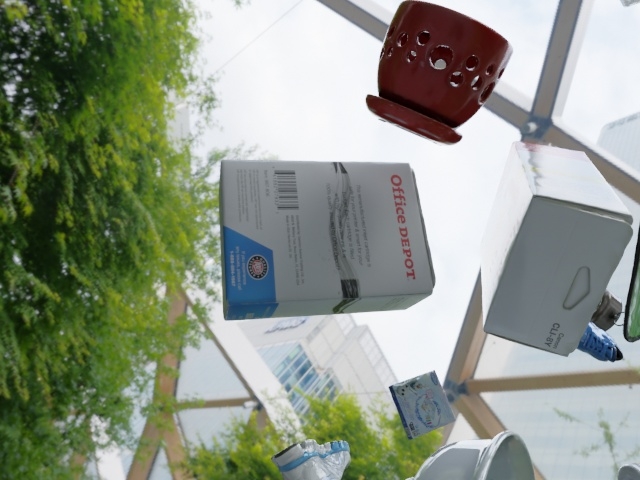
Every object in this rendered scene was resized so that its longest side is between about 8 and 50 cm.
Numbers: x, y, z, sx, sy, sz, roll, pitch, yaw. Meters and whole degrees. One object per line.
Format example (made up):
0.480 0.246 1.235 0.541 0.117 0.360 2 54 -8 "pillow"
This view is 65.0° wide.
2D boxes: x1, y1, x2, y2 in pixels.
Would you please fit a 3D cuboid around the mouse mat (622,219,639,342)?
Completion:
0.261 -0.032 0.339 0.007 0.152 0.190 28 -57 57 "mouse mat"

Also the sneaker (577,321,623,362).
0.596 0.220 1.089 0.082 0.209 0.069 38 -80 50 "sneaker"

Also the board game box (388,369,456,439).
0.171 0.276 0.848 0.020 0.090 0.090 122 -48 -60 "board game box"

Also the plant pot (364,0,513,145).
0.175 -0.251 0.784 0.191 0.191 0.174 28 -77 21 "plant pot"

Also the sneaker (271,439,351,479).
-0.001 0.313 0.659 0.071 0.190 0.083 -31 -118 11 "sneaker"

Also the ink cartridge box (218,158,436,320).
0.000 0.000 1.012 0.166 0.394 0.286 121 -35 -66 "ink cartridge box"

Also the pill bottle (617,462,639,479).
0.474 0.331 0.678 0.116 0.065 0.065 -3 -58 -8 "pill bottle"

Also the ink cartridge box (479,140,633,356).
0.428 -0.009 0.983 0.160 0.385 0.279 14 -63 10 "ink cartridge box"

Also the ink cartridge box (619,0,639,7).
0.542 -0.616 0.886 0.091 0.308 0.385 -39 -80 13 "ink cartridge box"

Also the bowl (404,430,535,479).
0.161 0.374 0.601 0.134 0.298 0.298 -3 -66 36 "bowl"

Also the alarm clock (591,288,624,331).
0.712 0.180 1.287 0.064 0.129 0.192 37 -2 -13 "alarm clock"
